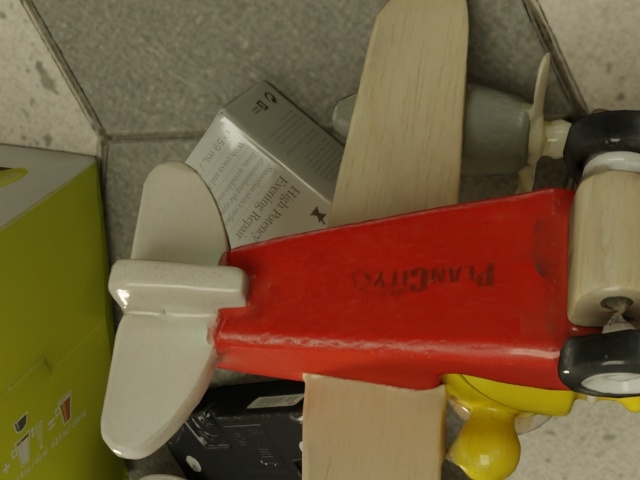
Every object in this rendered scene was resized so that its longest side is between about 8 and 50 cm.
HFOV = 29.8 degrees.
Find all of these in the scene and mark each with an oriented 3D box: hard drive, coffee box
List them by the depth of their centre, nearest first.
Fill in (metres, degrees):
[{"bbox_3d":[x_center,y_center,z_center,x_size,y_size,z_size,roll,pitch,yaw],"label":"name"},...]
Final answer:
[{"bbox_3d":[-0.389,0.122,0.994,0.334,0.337,0.338,9,117,19],"label":"coffee box"},{"bbox_3d":[0.022,0.269,1.012,0.237,0.064,0.339,-15,108,52],"label":"hard drive"}]

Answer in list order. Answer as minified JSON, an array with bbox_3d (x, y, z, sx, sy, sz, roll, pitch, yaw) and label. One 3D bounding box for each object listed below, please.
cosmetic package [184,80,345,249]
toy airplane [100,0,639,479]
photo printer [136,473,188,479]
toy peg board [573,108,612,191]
[{"bbox_3d":[0.000,0.000,0.922,0.231,0.085,0.117,39,123,2],"label":"cosmetic package"},{"bbox_3d":[0.060,0.061,0.749,0.386,0.272,0.384,-46,54,2],"label":"toy airplane"},{"bbox_3d":[-0.086,0.356,1.058,0.307,0.107,0.256,41,146,19],"label":"photo printer"},{"bbox_3d":[0.245,0.012,0.826,0.161,0.079,0.161,14,119,16],"label":"toy peg board"}]
